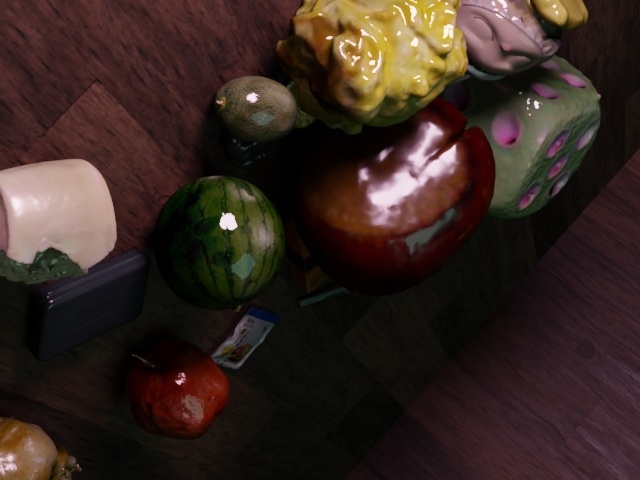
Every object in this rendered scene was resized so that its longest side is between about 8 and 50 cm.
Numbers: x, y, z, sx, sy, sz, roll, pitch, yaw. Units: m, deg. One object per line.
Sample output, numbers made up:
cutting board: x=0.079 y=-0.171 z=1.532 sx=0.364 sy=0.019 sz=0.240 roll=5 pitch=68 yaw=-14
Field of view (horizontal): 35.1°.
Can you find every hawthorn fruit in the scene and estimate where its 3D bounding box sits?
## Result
hawthorn fruit: x=-0.310 y=0.284 z=2.054 sx=0.207 sy=0.207 sz=0.243 roll=-45 pitch=136 yaw=-10

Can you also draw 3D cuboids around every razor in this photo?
razor: x=0.020 y=0.131 z=2.540 sx=0.211 sy=0.036 sz=0.084 roll=-23 pitch=142 yaw=-45

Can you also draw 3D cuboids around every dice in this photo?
dice: x=0.426 y=-0.263 z=2.322 sx=0.318 sy=0.322 sz=0.330 roll=-19 pitch=139 yaw=-47

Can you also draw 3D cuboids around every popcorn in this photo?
popcorn: x=0.095 y=-0.341 z=1.727 sx=0.312 sy=0.312 sz=0.312 roll=-38 pitch=152 yaw=-24

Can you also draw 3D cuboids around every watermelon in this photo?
watermelon: x=-0.178 y=0.004 z=1.803 sx=0.242 sy=0.242 sz=0.242 roll=-38 pitch=152 yaw=-24

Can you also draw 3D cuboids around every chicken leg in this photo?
chicken leg: x=-0.540 y=0.417 z=1.865 sx=0.152 sy=0.201 sz=0.429 roll=-55 pitch=169 yaw=-11

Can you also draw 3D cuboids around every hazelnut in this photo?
hazelnut: x=0.133 y=-0.103 z=2.036 sx=0.429 sy=0.402 sz=0.402 roll=-58 pitch=156 yaw=-9

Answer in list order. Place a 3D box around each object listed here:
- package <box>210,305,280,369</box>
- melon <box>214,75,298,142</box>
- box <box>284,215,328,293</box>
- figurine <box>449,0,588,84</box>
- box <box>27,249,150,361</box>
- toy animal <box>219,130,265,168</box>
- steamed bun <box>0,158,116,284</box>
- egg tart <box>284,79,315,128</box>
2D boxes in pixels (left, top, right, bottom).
package: x=-0.179 y=0.229 z=2.359 sx=0.173 sy=0.027 sz=0.171 roll=-49 pitch=155 yaw=5
melon: x=-0.113 y=-0.224 z=1.733 sx=0.167 sy=0.114 sz=0.114 roll=3 pitch=124 yaw=-45
box: x=0.001 y=0.000 z=2.291 sx=0.152 sy=0.070 sz=0.237 roll=-40 pitch=152 yaw=-20
figurine: x=0.283 y=-0.472 z=1.968 sx=0.378 sy=0.361 sz=0.266 roll=-25 pitch=164 yaw=28
box: x=-0.409 y=0.112 z=1.795 sx=0.230 sy=0.050 sz=0.160 roll=-26 pitch=147 yaw=-41
toy animal: x=-0.144 y=-0.177 z=1.835 sx=0.065 sy=0.047 sz=0.135 roll=-36 pitch=158 yaw=-10
steamed bun: x=-0.415 y=-0.008 z=1.484 sx=0.225 sy=0.170 sz=0.200 roll=-15 pitch=143 yaw=-48
egg tart: x=-0.038 y=-0.253 z=1.900 sx=0.129 sy=0.049 sz=0.128 roll=-37 pitch=150 yaw=-25
